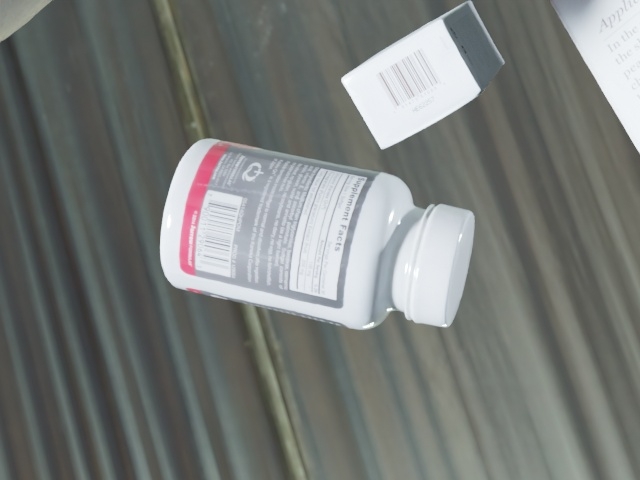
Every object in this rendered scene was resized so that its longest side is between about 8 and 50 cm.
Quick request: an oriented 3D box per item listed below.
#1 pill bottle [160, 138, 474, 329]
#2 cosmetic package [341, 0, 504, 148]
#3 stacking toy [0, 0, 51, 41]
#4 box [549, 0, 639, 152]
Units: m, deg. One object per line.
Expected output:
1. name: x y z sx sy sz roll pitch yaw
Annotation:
1. pill bottle: 0.000 0.000 1.459 0.318 0.176 0.176 12 170 13
2. cosmetic package: 0.108 -0.170 1.325 0.117 0.085 0.231 -28 -175 19
3. stacking toy: -0.313 -0.087 0.638 0.350 0.351 0.480 -9 153 -29
4. box: 0.245 -0.121 0.685 0.168 0.345 0.215 -39 146 27
